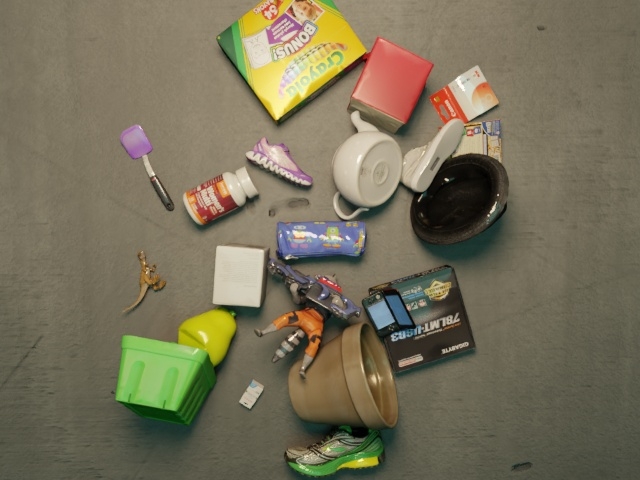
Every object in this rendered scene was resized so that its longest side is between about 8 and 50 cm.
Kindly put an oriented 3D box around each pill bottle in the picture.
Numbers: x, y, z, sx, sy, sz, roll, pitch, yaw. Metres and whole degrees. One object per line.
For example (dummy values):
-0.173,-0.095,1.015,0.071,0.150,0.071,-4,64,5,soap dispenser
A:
-0.320,-0.148,1.319,0.221,0.121,0.121,-26,94,1,pill bottle

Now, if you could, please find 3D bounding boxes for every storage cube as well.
0.207,-0.477,1.274,0.214,0.184,0.193,24,95,-3,storage cube

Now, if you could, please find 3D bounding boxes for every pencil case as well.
0.000,0.000,1.332,0.305,0.119,0.133,-1,65,0,pencil case

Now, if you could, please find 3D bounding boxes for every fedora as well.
0.452,-0.109,1.276,0.152,0.334,0.334,24,94,-36,fedora

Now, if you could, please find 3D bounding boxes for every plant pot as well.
0.062,0.454,1.292,0.280,0.323,0.324,-22,94,16,plant pot

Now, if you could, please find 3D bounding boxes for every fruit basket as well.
-0.433,0.361,1.276,0.282,0.392,0.393,11,94,-2,fruit basket

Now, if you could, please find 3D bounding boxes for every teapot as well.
0.124,-0.229,1.292,0.256,0.187,0.253,-48,134,-16,teapot

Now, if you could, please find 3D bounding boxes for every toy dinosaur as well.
-0.591,0.143,1.374,0.112,0.064,0.212,4,84,17,toy dinosaur

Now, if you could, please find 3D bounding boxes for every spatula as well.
-0.569,-0.234,1.355,0.084,0.030,0.297,-26,94,2,spatula

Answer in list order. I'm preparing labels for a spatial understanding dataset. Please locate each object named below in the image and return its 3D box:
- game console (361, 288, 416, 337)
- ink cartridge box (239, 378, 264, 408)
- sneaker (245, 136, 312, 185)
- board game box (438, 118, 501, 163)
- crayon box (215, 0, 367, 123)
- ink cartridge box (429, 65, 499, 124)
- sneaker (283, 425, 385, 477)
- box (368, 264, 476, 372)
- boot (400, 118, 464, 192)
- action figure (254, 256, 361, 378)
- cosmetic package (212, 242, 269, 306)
0.217,0.237,1.303,0.124,0.085,0.144,-27,92,3,game console
-0.240,0.534,1.410,0.048,0.028,0.083,34,92,-2,ink cartridge box
-0.124,-0.261,1.333,0.236,0.095,0.105,29,85,-1,sneaker
0.496,-0.315,1.346,0.193,0.045,0.147,-7,103,0,board game box
-0.090,-0.610,1.299,0.362,0.106,0.313,-37,93,2,crayon box
0.476,-0.469,1.348,0.179,0.045,0.146,-32,93,-1,ink cartridge box
0.044,0.698,1.389,0.343,0.134,0.147,-7,87,-9,sneaker
0.344,0.264,1.381,0.295,0.073,0.294,-17,93,1,box
0.341,-0.287,1.308,0.095,0.123,0.258,28,99,-42,boot
-0.066,0.215,1.291,0.341,0.179,0.330,35,55,14,action figure
-0.254,0.108,1.321,0.151,0.151,0.184,5,93,0,cosmetic package
